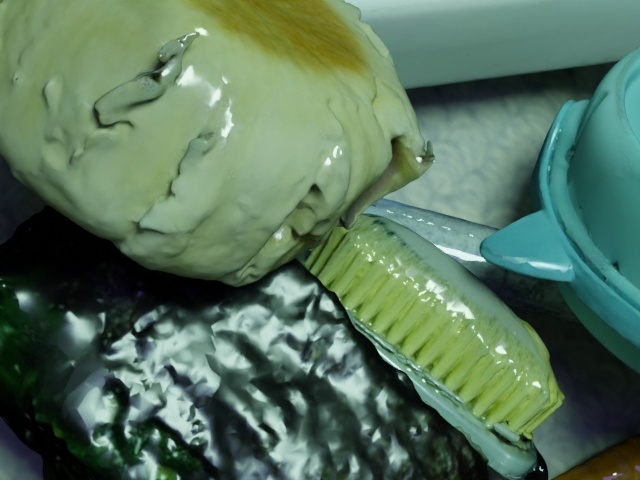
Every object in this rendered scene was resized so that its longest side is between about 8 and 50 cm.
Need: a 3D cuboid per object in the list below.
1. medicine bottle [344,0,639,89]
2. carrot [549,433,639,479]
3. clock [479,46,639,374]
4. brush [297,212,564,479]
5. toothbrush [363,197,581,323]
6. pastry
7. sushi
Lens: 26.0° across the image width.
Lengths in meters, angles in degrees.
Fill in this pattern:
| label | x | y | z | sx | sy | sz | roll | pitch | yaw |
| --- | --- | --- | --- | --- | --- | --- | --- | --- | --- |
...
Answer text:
| label | x | y | z | sx | sy | sz | roll | pitch | yaw |
| --- | --- | --- | --- | --- | --- | --- | --- | --- | --- |
| medicine bottle | 0.023 | -0.158 | 0.655 | 0.324 | 0.124 | 0.179 | -9 | 62 | -21 |
| carrot | 0.192 | 0.096 | 0.669 | 0.216 | 0.048 | 0.048 | -14 | 78 | -19 |
| clock | 0.210 | -0.011 | 0.619 | 0.274 | 0.094 | 0.223 | -19 | 47 | -34 |
| brush | 0.000 | 0.000 | 0.622 | 0.297 | 0.068 | 0.060 | 37 | 105 | -1 |
| toothbrush | 0.179 | 0.037 | 0.655 | 0.413 | 0.042 | 0.035 | 16 | 63 | 3 |
| pastry | -0.045 | -0.057 | 0.497 | 0.166 | 0.088 | 0.166 | 30 | 28 | -18 |
| sushi | -0.044 | 0.075 | 0.560 | 0.225 | 0.124 | 0.127 | 45 | 66 | 0 |
